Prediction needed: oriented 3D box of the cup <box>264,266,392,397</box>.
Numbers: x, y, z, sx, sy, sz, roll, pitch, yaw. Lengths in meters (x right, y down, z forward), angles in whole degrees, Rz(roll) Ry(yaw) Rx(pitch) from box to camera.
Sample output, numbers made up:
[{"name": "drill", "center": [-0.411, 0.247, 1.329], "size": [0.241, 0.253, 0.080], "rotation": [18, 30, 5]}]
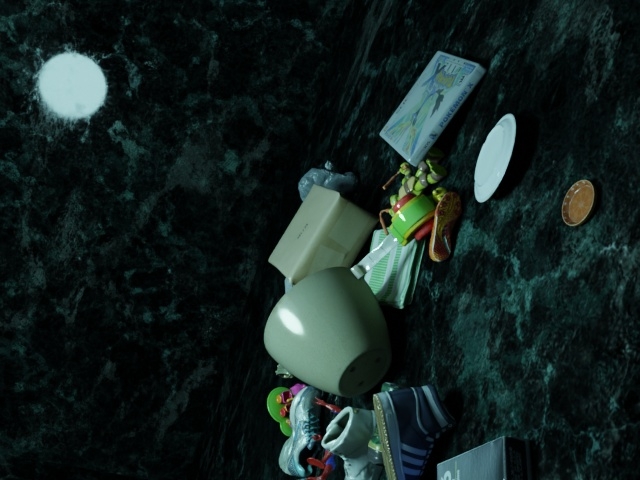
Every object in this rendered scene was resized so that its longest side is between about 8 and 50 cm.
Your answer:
[{"name": "cup", "center": [0.051, 0.271, 1.790], "size": [0.237, 0.331, 0.331], "rotation": [47, 123, 41]}]

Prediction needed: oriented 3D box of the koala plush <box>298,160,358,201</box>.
[{"name": "koala plush", "center": [0.021, -0.203, 2.555], "size": [0.221, 0.203, 0.196], "rotation": [-83, 14, -72]}]

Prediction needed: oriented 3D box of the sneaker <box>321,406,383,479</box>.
[{"name": "sneaker", "center": [0.071, 0.515, 1.659], "size": [0.108, 0.169, 0.292], "rotation": [-106, 33, -59]}]

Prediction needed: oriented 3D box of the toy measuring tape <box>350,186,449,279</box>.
[{"name": "toy measuring tape", "center": [0.191, -0.018, 1.712], "size": [0.330, 0.121, 0.121], "rotation": [-42, 26, 16]}]

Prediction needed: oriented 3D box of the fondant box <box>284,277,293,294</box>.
[{"name": "fondant box", "center": [-0.044, 0.168, 2.541], "size": [0.330, 0.096, 0.238], "rotation": [-97, 28, -56]}]

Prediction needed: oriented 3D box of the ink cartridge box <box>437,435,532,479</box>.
[{"name": "ink cartridge box", "center": [0.260, 0.527, 1.180], "size": [0.307, 0.072, 0.303], "rotation": [129, 152, -51]}]

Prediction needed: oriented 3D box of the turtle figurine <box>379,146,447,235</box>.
[{"name": "turtle figurine", "center": [0.251, -0.138, 1.833], "size": [0.217, 0.087, 0.269], "rotation": [-46, 17, 41]}]

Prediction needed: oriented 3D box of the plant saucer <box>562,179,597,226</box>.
[{"name": "plant saucer", "center": [0.454, -0.065, 1.192], "size": [0.083, 0.013, 0.083], "rotation": [-164, 90, -75]}]

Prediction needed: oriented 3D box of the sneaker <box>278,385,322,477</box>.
[{"name": "sneaker", "center": [-0.033, 0.595, 2.113], "size": [0.122, 0.110, 0.283], "rotation": [1, 78, 56]}]

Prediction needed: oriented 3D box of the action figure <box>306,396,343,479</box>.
[{"name": "action figure", "center": [0.008, 0.513, 1.792], "size": [0.280, 0.139, 0.091], "rotation": [-35, -47, -58]}]

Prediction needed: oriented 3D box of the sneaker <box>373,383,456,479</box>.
[{"name": "sneaker", "center": [0.208, 0.431, 1.435], "size": [0.099, 0.153, 0.282], "rotation": [-127, 25, -68]}]

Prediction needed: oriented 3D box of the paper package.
[{"name": "paper package", "center": [0.000, 0.000, 2.249], "size": [0.325, 0.168, 0.309], "rotation": [-59, 21, 0]}]

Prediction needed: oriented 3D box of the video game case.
[{"name": "video game case", "center": [0.296, -0.372, 1.874], "size": [0.300, 0.036, 0.329], "rotation": [-55, 20, 13]}]

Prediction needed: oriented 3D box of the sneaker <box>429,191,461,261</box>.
[{"name": "sneaker", "center": [0.292, -0.035, 1.640], "size": [0.067, 0.064, 0.175], "rotation": [150, 137, -82]}]

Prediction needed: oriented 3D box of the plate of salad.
[{"name": "plate of salad", "center": [0.386, -0.176, 1.480], "size": [0.200, 0.048, 0.200], "rotation": [-163, 90, -85]}]

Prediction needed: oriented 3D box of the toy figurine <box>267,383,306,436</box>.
[{"name": "toy figurine", "center": [-0.082, 0.554, 2.293], "size": [0.159, 0.130, 0.173], "rotation": [-42, 56, 46]}]

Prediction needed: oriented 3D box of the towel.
[{"name": "towel", "center": [0.198, 0.068, 1.909], "size": [0.325, 0.038, 0.248], "rotation": [165, 120, -72]}]

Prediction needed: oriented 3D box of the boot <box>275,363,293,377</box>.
[{"name": "boot", "center": [-0.133, 0.443, 2.616], "size": [0.213, 0.077, 0.165], "rotation": [153, 129, -69]}]

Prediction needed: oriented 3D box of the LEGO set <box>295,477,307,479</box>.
[{"name": "LEGO set", "center": [-0.030, 0.773, 1.823], "size": [0.331, 0.192, 0.255], "rotation": [-24, 72, 57]}]

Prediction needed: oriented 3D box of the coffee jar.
[{"name": "coffee jar", "center": [0.168, 0.421, 1.544], "size": [0.079, 0.096, 0.184], "rotation": [-6, 68, 69]}]
